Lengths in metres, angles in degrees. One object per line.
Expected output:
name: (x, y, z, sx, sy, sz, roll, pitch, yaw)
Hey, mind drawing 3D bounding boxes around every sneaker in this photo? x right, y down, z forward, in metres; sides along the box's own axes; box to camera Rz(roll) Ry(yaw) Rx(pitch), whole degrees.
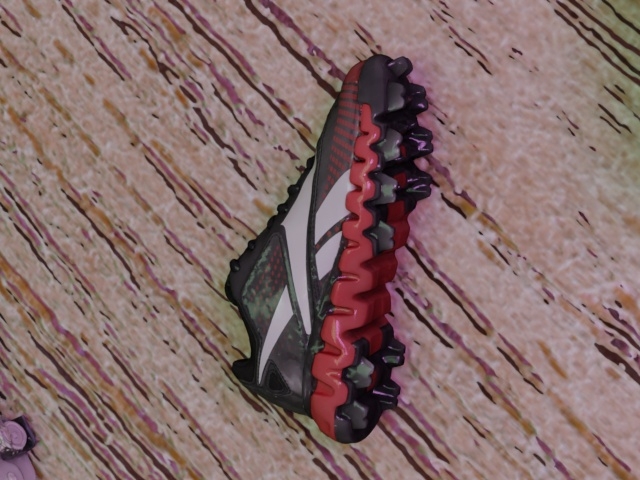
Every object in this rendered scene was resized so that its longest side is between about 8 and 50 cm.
sneaker: (0.000, 0.000, 1.056, 0.135, 0.097, 0.276, 13, 100, 23)

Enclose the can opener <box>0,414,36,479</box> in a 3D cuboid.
can opener: (-0.321, 0.098, 1.234, 0.093, 0.074, 0.280, -30, 80, 25)
